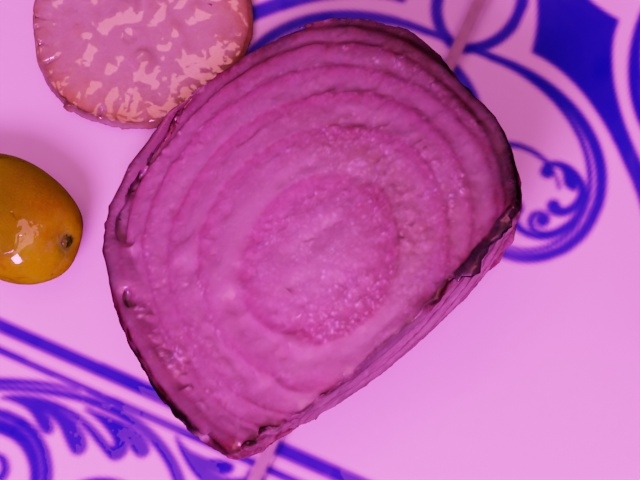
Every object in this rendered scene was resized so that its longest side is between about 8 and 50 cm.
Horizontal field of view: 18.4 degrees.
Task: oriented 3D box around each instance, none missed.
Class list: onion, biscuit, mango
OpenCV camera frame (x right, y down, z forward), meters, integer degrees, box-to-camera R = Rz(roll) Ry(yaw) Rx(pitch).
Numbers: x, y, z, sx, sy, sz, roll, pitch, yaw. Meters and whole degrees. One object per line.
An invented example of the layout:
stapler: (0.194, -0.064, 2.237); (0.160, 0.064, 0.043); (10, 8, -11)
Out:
onion: (0.000, 0.000, 1.191); (0.250, 0.111, 0.247); (-39, 50, 3)
biscuit: (-0.116, -0.143, 1.283); (0.152, 0.020, 0.152); (-2, 73, 5)
mango: (-0.196, -0.016, 1.231); (0.108, 0.056, 0.073); (31, 72, 16)
